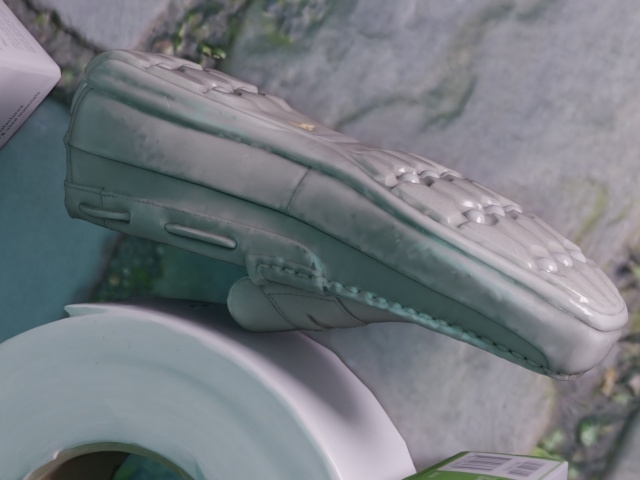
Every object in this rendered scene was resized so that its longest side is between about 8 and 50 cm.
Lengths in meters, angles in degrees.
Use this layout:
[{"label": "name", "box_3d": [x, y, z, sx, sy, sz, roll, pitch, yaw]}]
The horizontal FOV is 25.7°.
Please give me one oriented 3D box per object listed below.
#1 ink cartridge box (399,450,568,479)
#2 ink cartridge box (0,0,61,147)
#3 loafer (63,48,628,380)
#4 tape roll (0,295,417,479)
[{"label": "ink cartridge box", "box_3d": [0.076, 0.214, 0.677, 0.062, 0.109, 0.209, 3, 92, 24]}, {"label": "ink cartridge box", "box_3d": [-0.269, -0.125, 0.757, 0.092, 0.219, 0.160, -46, 74, 17]}, {"label": "loafer", "box_3d": [0.000, 0.000, 0.712, 0.319, 0.112, 0.111, 26, 106, 28]}, {"label": "tape roll", "box_3d": [-0.086, 0.173, 0.750, 0.286, 0.100, 0.286, 0, 91, 23]}]
